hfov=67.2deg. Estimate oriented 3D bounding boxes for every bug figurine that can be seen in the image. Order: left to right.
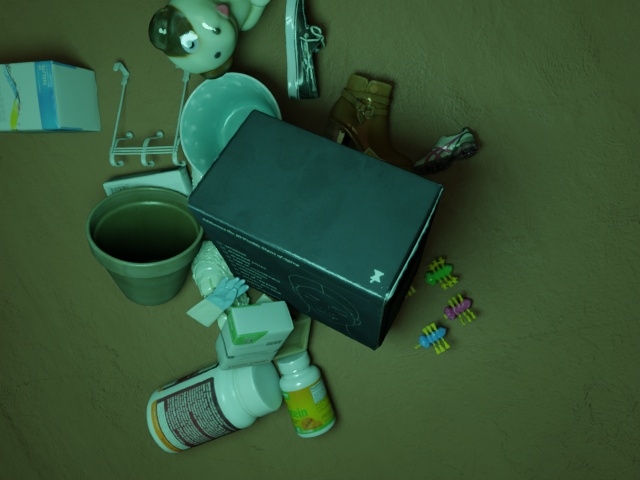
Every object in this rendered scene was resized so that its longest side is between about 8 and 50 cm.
[{"bbox_3d":[0.329,0.183,1.437,0.216,0.072,0.279,-30,88,9],"label":"bug figurine"}]

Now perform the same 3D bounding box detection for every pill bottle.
[{"bbox_3d":[-0.336,0.518,1.556,0.392,0.224,0.224,-25,94,15],"label":"pill bottle"},{"bbox_3d":[-0.051,0.482,1.534,0.136,0.136,0.246,-17,96,14],"label":"pill bottle"}]

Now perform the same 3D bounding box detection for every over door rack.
[{"bbox_3d":[-0.522,-0.388,1.507,0.239,0.108,0.324,1,86,12],"label":"over door rack"}]

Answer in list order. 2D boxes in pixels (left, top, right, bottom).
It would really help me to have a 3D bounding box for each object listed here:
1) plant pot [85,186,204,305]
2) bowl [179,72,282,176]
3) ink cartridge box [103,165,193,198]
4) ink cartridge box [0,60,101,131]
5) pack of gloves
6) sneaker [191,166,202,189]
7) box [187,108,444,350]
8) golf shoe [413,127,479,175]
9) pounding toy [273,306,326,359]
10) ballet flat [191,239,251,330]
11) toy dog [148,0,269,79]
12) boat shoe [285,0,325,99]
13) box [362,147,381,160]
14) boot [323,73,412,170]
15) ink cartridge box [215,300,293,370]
[{"bbox_3d":[-0.518,0.044,1.469,0.323,0.323,0.280,21,135,8],"label":"plant pot"},{"bbox_3d":[-0.233,-0.316,1.412,0.311,0.163,0.311,2,96,14],"label":"bowl"},{"bbox_3d":[-0.535,-0.105,1.574,0.275,0.060,0.239,-7,117,12],"label":"ink cartridge box"},{"bbox_3d":[-0.880,-0.440,1.514,0.270,0.198,0.197,1,100,11],"label":"ink cartridge box"},{"bbox_3d":[-0.247,0.196,1.419,0.195,0.046,0.232,39,120,-19],"label":"pack of gloves"},{"bbox_3d":[-0.367,-0.169,1.517,0.095,0.090,0.235,-20,94,24],"label":"sneaker"},{"bbox_3d":[0.000,0.000,1.205,0.480,0.472,0.297,25,71,14],"label":"box"},{"bbox_3d":[0.349,-0.250,1.369,0.186,0.067,0.086,-24,63,19],"label":"golf shoe"},{"bbox_3d":[-0.076,0.253,1.507,0.094,0.206,0.181,40,130,48],"label":"pounding toy"},{"bbox_3d":[-0.308,0.182,1.537,0.147,0.147,0.409,-27,93,15],"label":"ballet flat"},{"bbox_3d":[-0.309,-0.641,1.260,0.395,0.284,0.408,-8,67,31],"label":"toy dog"},{"bbox_3d":[-0.042,-0.559,1.365,0.105,0.113,0.306,1,103,5],"label":"boat shoe"},{"bbox_3d":[0.103,-0.149,1.351,0.114,0.203,0.103,47,63,0],"label":"box"},{"bbox_3d":[0.164,-0.333,1.376,0.283,0.109,0.220,25,100,14],"label":"boot"},{"bbox_3d":[-0.190,0.268,1.341,0.219,0.160,0.092,-58,44,46],"label":"ink cartridge box"}]
